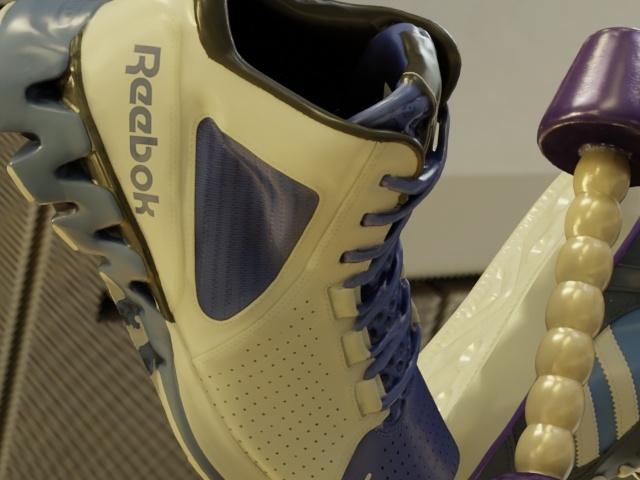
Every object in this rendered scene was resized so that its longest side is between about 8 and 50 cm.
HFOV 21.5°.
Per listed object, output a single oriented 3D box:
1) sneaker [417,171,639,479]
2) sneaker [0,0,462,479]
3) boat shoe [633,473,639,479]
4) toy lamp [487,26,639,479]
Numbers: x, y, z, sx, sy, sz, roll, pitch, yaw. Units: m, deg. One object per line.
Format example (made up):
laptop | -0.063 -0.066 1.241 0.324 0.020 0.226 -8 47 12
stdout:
sneaker | 0.171 0.126 0.984 0.236 0.130 0.323 38 -98 -12
sneaker | -0.001 -0.001 0.768 0.315 0.182 0.127 56 -147 -21
boat shoe | 0.270 0.048 1.250 0.116 0.319 0.099 21 -47 -7
toy lamp | 0.133 0.020 0.851 0.080 0.080 0.274 36 -121 -45
